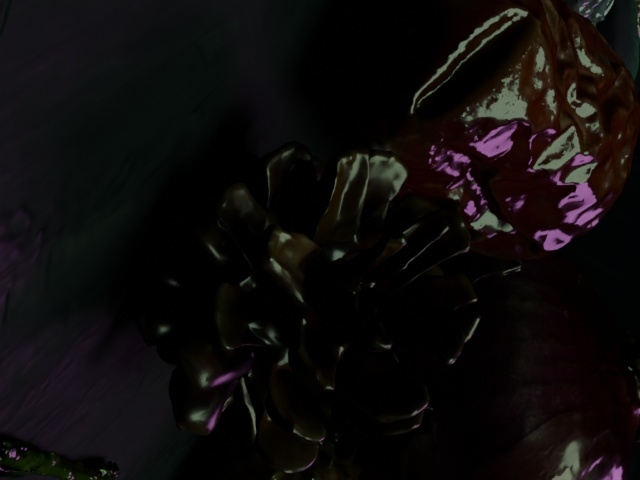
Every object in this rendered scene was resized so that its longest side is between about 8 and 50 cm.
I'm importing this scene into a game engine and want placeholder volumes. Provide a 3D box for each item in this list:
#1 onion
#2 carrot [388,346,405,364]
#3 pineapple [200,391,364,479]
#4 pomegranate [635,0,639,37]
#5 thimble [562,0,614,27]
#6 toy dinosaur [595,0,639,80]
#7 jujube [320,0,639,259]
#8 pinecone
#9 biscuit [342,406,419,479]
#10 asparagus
[{"bbox_3d":[0.206,0.149,1.181,0.347,0.285,0.348,-9,90,-81],"label":"onion"},{"bbox_3d":[0.081,0.099,1.393,0.159,0.159,0.225,-47,152,-39],"label":"carrot"},{"bbox_3d":[-0.015,0.172,1.177,0.169,0.169,0.341,6,103,-75],"label":"pineapple"},{"bbox_3d":[0.402,-0.322,1.514,0.159,0.189,0.241,-100,-155,-43],"label":"pomegranate"},{"bbox_3d":[0.208,-0.248,1.085,0.151,0.118,0.127,-64,168,24],"label":"thimble"},{"bbox_3d":[0.264,-0.231,1.176,0.383,0.129,0.331,-86,-168,-50],"label":"toy dinosaur"},{"bbox_3d":[0.122,-0.100,0.948,0.216,0.216,0.342,-59,152,2],"label":"jujube"},{"bbox_3d":[-0.006,0.044,0.804,0.229,0.201,0.203,37,57,-48],"label":"pinecone"},{"bbox_3d":[0.005,0.255,1.285,0.066,0.220,0.220,11,111,-56],"label":"biscuit"},{"bbox_3d":[-0.166,0.146,0.821,0.022,0.023,0.233,-14,166,5],"label":"asparagus"}]
